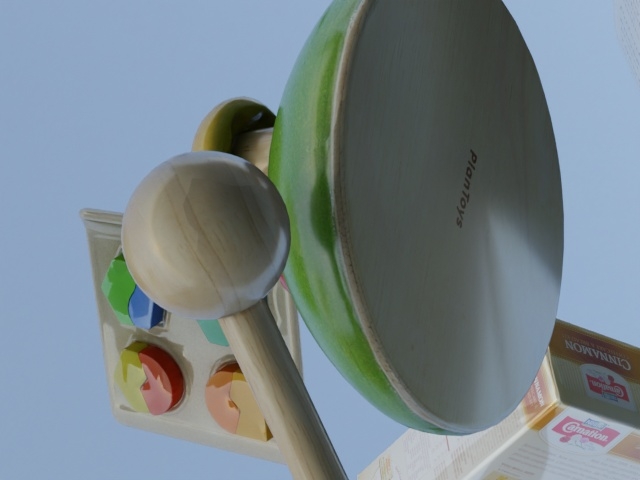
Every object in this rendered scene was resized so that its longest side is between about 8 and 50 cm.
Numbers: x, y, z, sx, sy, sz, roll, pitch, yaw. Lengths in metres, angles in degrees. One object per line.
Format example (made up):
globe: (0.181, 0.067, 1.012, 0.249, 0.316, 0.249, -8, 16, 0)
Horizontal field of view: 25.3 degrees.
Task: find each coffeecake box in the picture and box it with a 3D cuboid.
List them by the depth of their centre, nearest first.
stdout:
coffeecake box: (0.134, 0.139, 0.866, 0.142, 0.185, 0.068, 20, -139, -27)

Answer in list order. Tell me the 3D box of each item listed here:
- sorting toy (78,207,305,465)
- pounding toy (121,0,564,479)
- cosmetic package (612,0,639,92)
sorting toy: (-0.100, 0.080, 1.101, 0.038, 0.193, 0.208, -40, -50, -49)
pounding toy: (0.000, 0.000, 0.546, 0.237, 0.110, 0.183, -51, -53, -47)
cosmetic package: (0.413, -0.141, 1.008, 0.330, 0.393, 0.327, -20, -108, 7)
